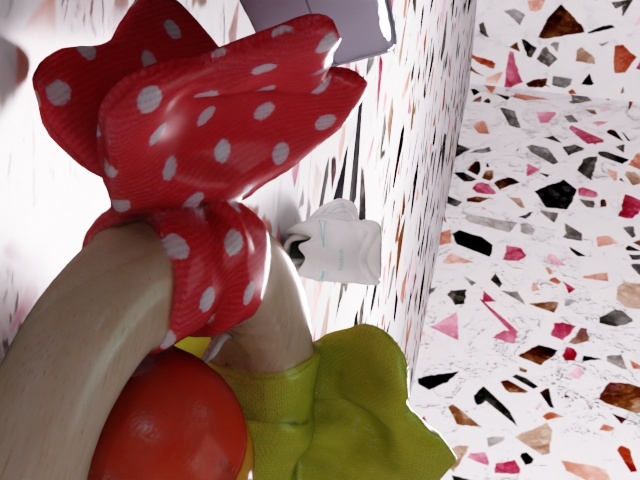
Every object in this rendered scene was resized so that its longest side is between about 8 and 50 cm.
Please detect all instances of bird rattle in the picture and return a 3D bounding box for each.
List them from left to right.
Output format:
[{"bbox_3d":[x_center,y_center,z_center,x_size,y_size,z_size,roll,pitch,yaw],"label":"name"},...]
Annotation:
[{"bbox_3d":[-0.041,0.049,0.506,0.207,0.143,0.253,-59,158,-29],"label":"bird rattle"}]

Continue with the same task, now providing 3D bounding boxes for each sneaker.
[{"bbox_3d":[0.000,0.000,1.025,0.152,0.061,0.053,-153,-119,-78],"label":"sneaker"}]

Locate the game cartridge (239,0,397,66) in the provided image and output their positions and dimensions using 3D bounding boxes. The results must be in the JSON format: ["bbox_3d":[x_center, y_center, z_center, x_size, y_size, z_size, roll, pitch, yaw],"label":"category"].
[{"bbox_3d":[-0.016,-0.172,0.533,0.297,0.062,0.198,52,25,-80],"label":"game cartridge"}]
